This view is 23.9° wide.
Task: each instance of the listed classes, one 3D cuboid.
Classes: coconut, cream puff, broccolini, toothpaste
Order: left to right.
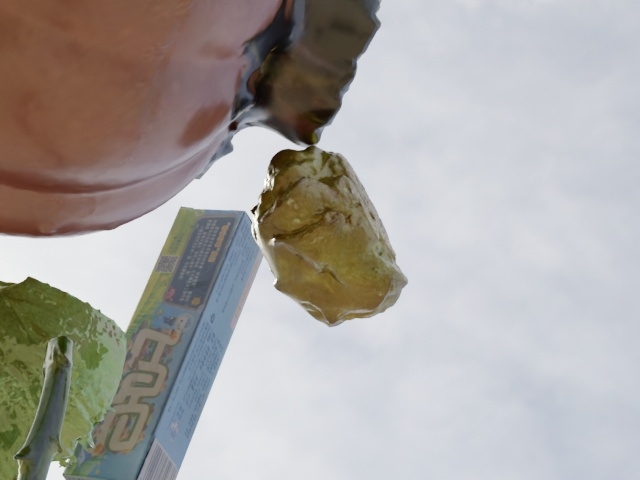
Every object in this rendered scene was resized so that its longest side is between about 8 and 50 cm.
[{"bbox_3d":[-0.176,0.074,0.751,0.158,0.055,0.133,-9,-99,11],"label":"coconut"},{"bbox_3d":[-0.136,0.114,0.586,0.054,0.194,0.052,-29,-71,38],"label":"broccolini"},{"bbox_3d":[-0.098,0.067,0.898,0.070,0.193,0.044,4,-36,24],"label":"toothpaste"},{"bbox_3d":[0.000,0.000,0.692,0.058,0.083,0.083,-28,-45,5],"label":"cream puff"}]

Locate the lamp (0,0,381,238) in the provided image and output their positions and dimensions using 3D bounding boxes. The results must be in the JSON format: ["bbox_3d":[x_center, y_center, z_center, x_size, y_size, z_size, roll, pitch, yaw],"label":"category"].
[{"bbox_3d":[-0.085,-0.140,0.696,0.239,0.305,0.305,23,-52,-8],"label":"lamp"}]
